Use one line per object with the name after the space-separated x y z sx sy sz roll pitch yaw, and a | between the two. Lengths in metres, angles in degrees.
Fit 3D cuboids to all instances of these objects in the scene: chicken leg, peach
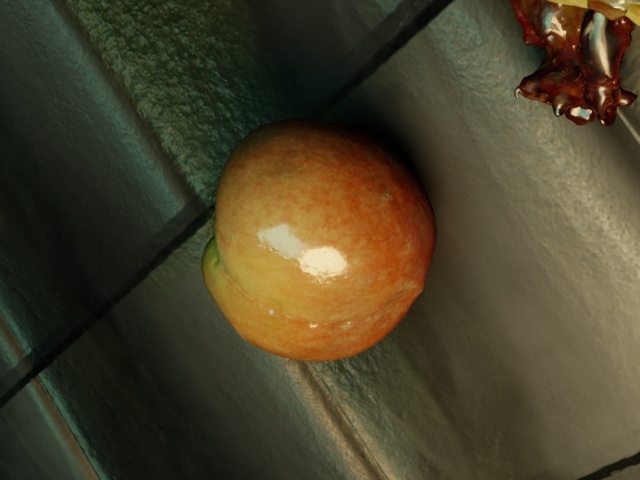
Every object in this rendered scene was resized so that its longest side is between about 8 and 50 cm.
0.205 -0.298 0.877 0.158 0.096 0.406 -16 95 57 | chicken leg
0.000 0.000 1.038 0.253 0.252 0.252 12 113 31 | peach

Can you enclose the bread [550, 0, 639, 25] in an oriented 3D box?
0.317 -0.316 0.690 0.314 0.192 0.369 22 100 28 | bread
